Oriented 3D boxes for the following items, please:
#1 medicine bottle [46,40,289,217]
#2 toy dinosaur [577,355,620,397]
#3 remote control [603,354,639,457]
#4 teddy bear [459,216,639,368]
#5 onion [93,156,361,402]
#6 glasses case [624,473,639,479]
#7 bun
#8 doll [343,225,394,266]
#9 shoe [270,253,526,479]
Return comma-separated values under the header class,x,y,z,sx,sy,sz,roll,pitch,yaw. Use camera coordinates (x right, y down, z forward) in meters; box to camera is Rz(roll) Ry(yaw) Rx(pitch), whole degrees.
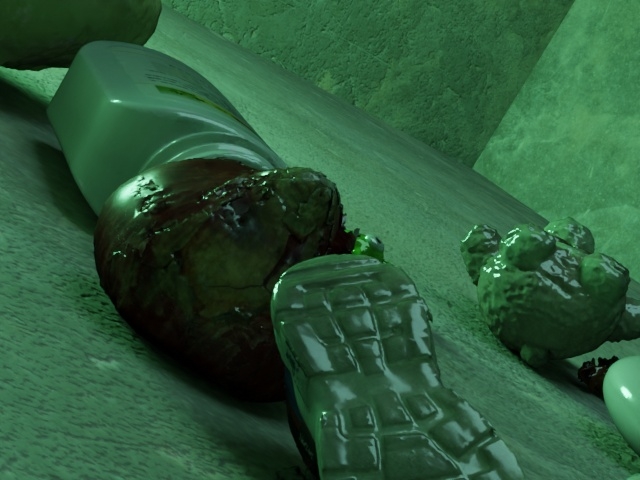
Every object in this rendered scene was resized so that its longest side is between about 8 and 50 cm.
class,x,y,z,sx,sy,sz,roll,pitch,yaw
medicine bottle,-0.109,-0.056,1.238,0.179,0.124,0.324,29,7,-23
toy dinosaur,0.334,0.157,1.802,0.055,0.049,0.154,33,13,37
remote control,0.414,0.217,1.530,0.332,0.103,0.221,31,16,0
teddy bear,0.262,0.056,1.796,0.236,0.151,0.267,26,12,10
onion,-0.045,0.009,0.996,0.184,0.147,0.184,34,21,-15
glasses case,0.317,0.255,1.058,0.125,0.076,0.327,23,11,-37
bun,-0.318,-0.271,1.474,0.361,0.213,0.361,47,6,-6
doll,0.000,0.000,1.540,0.190,0.050,0.115,22,5,-40
shoe,0.030,0.120,0.853,0.099,0.125,0.227,-9,51,-18
